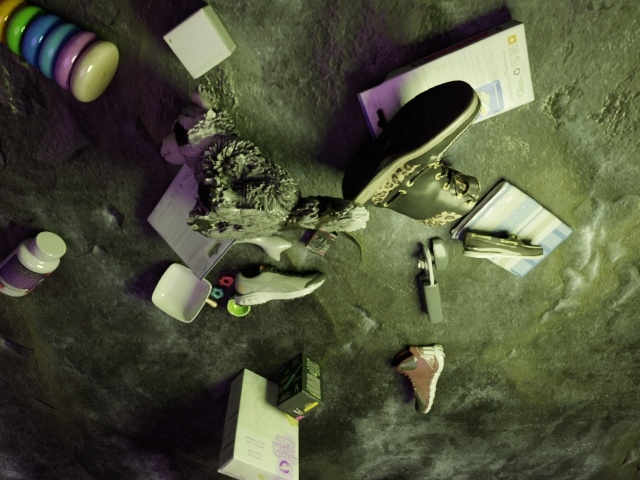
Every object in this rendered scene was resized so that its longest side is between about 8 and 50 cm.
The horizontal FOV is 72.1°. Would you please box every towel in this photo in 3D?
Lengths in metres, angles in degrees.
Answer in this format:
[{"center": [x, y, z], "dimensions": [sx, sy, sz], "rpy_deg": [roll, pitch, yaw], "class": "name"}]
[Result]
[{"center": [0.536, -0.024, 1.231], "dimensions": [0.285, 0.034, 0.209], "rpy_deg": [28, 118, -19], "class": "towel"}]

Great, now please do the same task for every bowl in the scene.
[{"center": [-0.395, 0.148, 1.267], "dimensions": [0.142, 0.053, 0.141], "rpy_deg": [32, 91, -2], "class": "bowl"}]

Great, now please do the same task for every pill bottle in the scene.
[{"center": [-0.787, 0.061, 1.195], "dimensions": [0.194, 0.108, 0.108], "rpy_deg": [-35, 117, 19], "class": "pill bottle"}]

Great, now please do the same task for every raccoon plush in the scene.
[{"center": [-0.129, -0.163, 0.995], "dimensions": [0.447, 0.298, 0.216], "rpy_deg": [5, 160, -28], "class": "raccoon plush"}]

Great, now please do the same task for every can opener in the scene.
[{"center": [0.337, 0.127, 1.297], "dimensions": [0.093, 0.074, 0.280], "rpy_deg": [-10, 123, 3], "class": "can opener"}]

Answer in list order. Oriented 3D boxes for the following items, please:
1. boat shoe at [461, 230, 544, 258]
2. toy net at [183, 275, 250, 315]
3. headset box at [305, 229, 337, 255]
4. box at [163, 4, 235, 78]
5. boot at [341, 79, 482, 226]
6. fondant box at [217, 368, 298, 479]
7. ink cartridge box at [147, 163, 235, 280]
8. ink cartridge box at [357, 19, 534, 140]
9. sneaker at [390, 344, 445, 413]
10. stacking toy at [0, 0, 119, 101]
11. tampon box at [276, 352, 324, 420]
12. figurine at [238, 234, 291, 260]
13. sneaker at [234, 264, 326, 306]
[{"center": [0.496, 0.013, 1.185], "dimensions": [0.228, 0.081, 0.068], "rpy_deg": [2, 93, -7], "class": "boat shoe"}, {"center": [-0.325, 0.162, 1.314], "dimensions": [0.233, 0.045, 0.122], "rpy_deg": [4, 123, -4], "class": "toy net"}, {"center": [0.000, 0.000, 1.228], "dimensions": [0.062, 0.032, 0.083], "rpy_deg": [28, 116, -18], "class": "headset box"}, {"center": [-0.249, -0.416, 0.919], "dimensions": [0.101, 0.087, 0.102], "rpy_deg": [-27, 119, 15], "class": "box"}, {"center": [0.263, -0.169, 1.007], "dimensions": [0.284, 0.138, 0.377], "rpy_deg": [18, 138, -32], "class": "boot"}, {"center": [-0.191, 0.619, 1.444], "dimensions": [0.238, 0.330, 0.096], "rpy_deg": [34, 116, -22], "class": "fondant box"}, {"center": [-0.310, -0.045, 1.112], "dimensions": [0.224, 0.045, 0.223], "rpy_deg": [49, 120, 4], "class": "ink cartridge box"}, {"center": [0.283, -0.335, 1.003], "dimensions": [0.371, 0.069, 0.175], "rpy_deg": [-21, 122, 9], "class": "ink cartridge box"}, {"center": [0.315, 0.468, 1.511], "dimensions": [0.163, 0.106, 0.281], "rpy_deg": [7, 112, -1], "class": "sneaker"}, {"center": [-0.593, -0.430, 0.885], "dimensions": [0.330, 0.141, 0.141], "rpy_deg": [32, 116, -14], "class": "stacking toy"}, {"center": [-0.066, 0.485, 1.462], "dimensions": [0.120, 0.161, 0.101], "rpy_deg": [-39, 116, 21], "class": "tampon box"}, {"center": [-0.147, -0.052, 1.163], "dimensions": [0.210, 0.092, 0.214], "rpy_deg": [25, 120, -22], "class": "figurine"}, {"center": [-0.117, 0.118, 1.265], "dimensions": [0.272, 0.100, 0.107], "rpy_deg": [-8, 92, -6], "class": "sneaker"}]
